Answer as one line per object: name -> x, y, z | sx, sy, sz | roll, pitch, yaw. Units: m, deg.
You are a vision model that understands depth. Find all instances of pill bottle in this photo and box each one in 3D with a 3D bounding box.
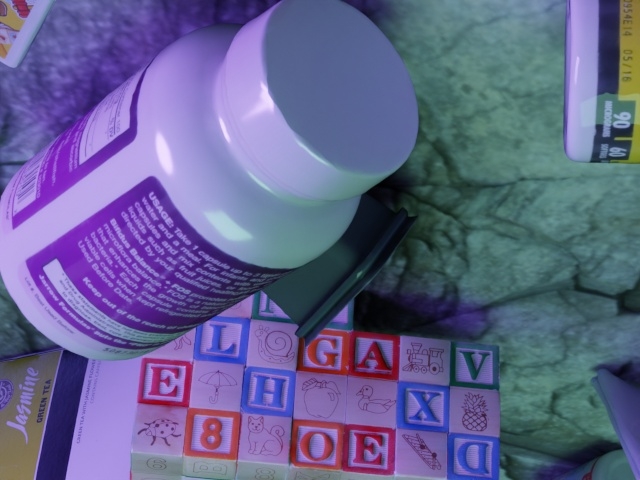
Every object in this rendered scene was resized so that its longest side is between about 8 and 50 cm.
pill bottle -> 0.253, -0.104, 0.951 | 0.208, 0.119, 0.119 | 1, 149, 7
pill bottle -> -0.078, -0.041, 1.057 | 0.169, 0.169, 0.301 | 26, 144, -30
pill bottle -> 0.268, 0.276, 1.609 | 0.087, 0.087, 0.160 | 20, 146, -23

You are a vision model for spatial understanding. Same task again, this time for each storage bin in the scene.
storage bin -> 0.000, 0.000, 1.202 | 0.091, 0.098, 0.135 | 40, 143, -3

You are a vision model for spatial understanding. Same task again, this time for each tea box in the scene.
tea box -> -0.244, 0.296, 1.487 | 0.323, 0.329, 0.220 | -11, 146, 27

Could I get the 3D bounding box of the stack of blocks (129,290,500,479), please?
stack of blocks -> -0.003, 0.129, 1.326 | 0.297, 0.171, 0.087 | 6, 149, -3

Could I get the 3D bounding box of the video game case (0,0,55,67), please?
video game case -> -0.234, -0.214, 0.876 | 0.227, 0.026, 0.206 | 31, 143, -11

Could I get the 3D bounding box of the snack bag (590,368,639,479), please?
snack bag -> 0.406, 0.273, 1.377 | 0.323, 0.342, 0.037 | 23, 121, -28
